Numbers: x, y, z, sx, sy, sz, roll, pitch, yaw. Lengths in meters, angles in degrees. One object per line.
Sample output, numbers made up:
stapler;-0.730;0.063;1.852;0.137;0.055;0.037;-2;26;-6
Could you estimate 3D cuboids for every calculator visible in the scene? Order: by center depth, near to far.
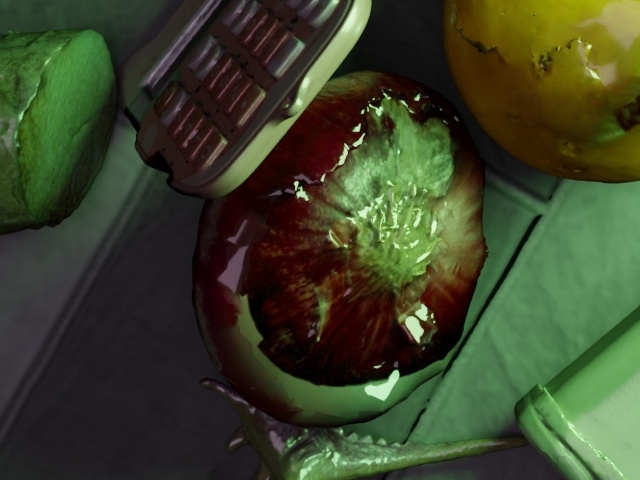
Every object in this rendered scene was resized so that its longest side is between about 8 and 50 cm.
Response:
calculator;-0.056;-0.137;1.454;0.048;0.329;0.220;38;97;-24

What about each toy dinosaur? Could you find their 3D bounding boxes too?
toy dinosaur;0.006;0.161;1.570;0.251;0.072;0.200;35;85;14

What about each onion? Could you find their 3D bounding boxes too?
onion;0.000;0.000;1.502;0.195;0.272;0.272;26;97;46

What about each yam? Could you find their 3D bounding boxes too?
yam;-0.317;-0.076;1.547;0.304;0.168;0.168;-6;92;7

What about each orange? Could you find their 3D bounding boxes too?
orange;0.211;-0.163;1.448;0.246;0.246;0.246;0;92;6

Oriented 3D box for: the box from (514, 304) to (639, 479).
box;0.385;0.149;1.474;0.344;0.177;0.352;-42;87;5
